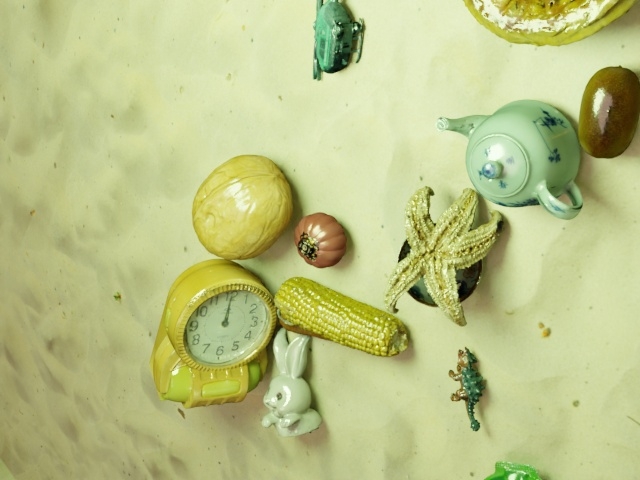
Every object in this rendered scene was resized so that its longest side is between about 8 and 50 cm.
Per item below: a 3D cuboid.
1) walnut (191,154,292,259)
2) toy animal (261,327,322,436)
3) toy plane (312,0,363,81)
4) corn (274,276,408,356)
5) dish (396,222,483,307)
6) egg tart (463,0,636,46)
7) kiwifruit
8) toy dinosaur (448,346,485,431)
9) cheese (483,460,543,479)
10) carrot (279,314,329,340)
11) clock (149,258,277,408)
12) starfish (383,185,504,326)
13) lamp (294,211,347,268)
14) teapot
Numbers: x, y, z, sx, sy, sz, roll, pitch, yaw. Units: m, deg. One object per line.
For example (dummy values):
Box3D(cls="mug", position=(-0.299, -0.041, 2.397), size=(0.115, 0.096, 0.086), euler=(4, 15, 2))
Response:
Box3D(cls="walnut", position=(-0.152, -0.062, 1.365), size=(0.226, 0.193, 0.193), euler=(-36, 82, 44))
Box3D(cls="toy animal", position=(-0.075, 0.305, 1.481), size=(0.104, 0.131, 0.220), euler=(-2, 103, 56))
Box3D(cls="toy plane", position=(0.022, -0.376, 1.178), size=(0.096, 0.060, 0.235), euler=(36, 132, 42))
Box3D(cls="corn", position=(0.032, 0.149, 1.339), size=(0.293, 0.106, 0.106), euler=(20, 119, 34))
Box3D(cls="dish", position=(0.197, 0.043, 1.178), size=(0.141, 0.078, 0.141), euler=(0, 86, 4))
Box3D(cls="egg tart", position=(0.305, -0.390, 0.883), size=(0.290, 0.115, 0.290), euler=(14, 113, 36))
Box3D(cls="kiwifruit", position=(0.384, -0.170, 0.929), size=(0.075, 0.075, 0.124), euler=(19, 114, 35))
Box3D(cls="toy dinosaur", position=(0.259, 0.259, 1.221), size=(0.055, 0.049, 0.154), euler=(-6, 98, 39))
Box3D(cls="cheese", position=(0.364, 0.535, 1.212), size=(0.204, 0.083, 0.320), euler=(-6, 100, 40))
Box3D(cls="carrot", position=(0.007, 0.184, 1.418), size=(0.216, 0.048, 0.048), euler=(14, 115, 32))
Box3D(cls="clock", position=(-0.229, 0.190, 1.491), size=(0.200, 0.244, 0.317), euler=(46, 130, 47))
Box3D(cls="starfish", position=(0.189, 0.029, 1.109), size=(0.238, 0.071, 0.216), euler=(-40, 79, 8))
Box3D(cls="lamp", position=(0.000, 0.000, 1.314), size=(0.107, 0.092, 0.107), euler=(16, 116, 37))
Box3D(cls="teapot", position=(0.275, -0.111, 0.994), size=(0.232, 0.159, 0.159), euler=(42, 129, 21))
